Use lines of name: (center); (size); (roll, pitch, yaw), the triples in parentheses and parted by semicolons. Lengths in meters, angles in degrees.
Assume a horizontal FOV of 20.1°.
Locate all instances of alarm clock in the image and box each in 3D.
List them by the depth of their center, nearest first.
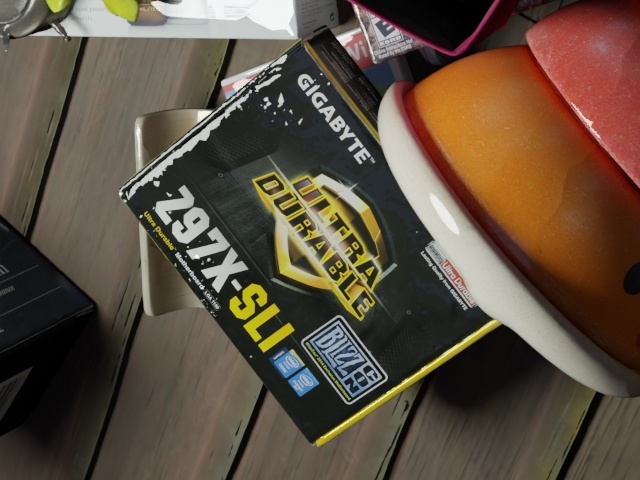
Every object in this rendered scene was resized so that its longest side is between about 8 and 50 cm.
alarm clock: (-0.317, -0.288, 1.822); (0.129, 0.064, 0.192); (-2, 102, 31)

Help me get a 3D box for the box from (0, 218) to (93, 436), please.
box: (-0.510, 0.058, 2.009); (0.395, 0.293, 0.212); (41, 120, 11)

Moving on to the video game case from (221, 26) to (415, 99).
video game case: (0.033, -0.060, 1.831); (0.204, 0.025, 0.285); (-18, 96, 32)

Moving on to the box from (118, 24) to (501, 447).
box: (0.000, 0.000, 1.725); (0.257, 0.079, 0.322); (-36, 92, 27)

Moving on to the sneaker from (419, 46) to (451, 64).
sneaker: (0.082, -0.230, 1.737); (0.070, 0.051, 0.134); (-9, 103, 39)

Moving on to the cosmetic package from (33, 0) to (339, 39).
cosmetic package: (-0.174, -0.349, 1.813); (0.377, 0.097, 0.284); (4, 105, 28)

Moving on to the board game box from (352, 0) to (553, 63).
board game box: (0.116, -0.334, 1.597); (0.232, 0.141, 0.291); (-19, 96, 16)

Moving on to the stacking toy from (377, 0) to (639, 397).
stacking toy: (0.317, -0.131, 1.526); (0.480, 0.350, 0.350); (-42, 83, 17)

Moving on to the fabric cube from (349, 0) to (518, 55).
fabric cube: (0.080, -0.317, 1.400); (0.259, 0.258, 0.254); (31, 106, 6)

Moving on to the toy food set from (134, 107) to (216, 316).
toy food set: (-0.045, -0.010, 1.819); (0.306, 0.092, 0.220); (8, 109, 27)

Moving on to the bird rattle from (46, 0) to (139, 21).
bird rattle: (-0.205, -0.340, 1.733); (0.207, 0.143, 0.253); (-15, 84, 20)
